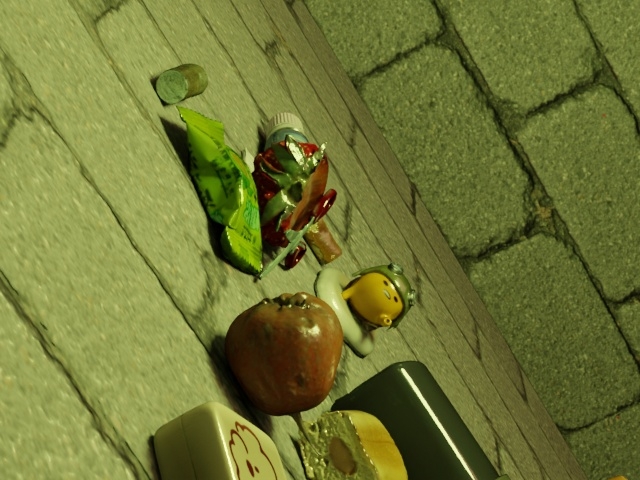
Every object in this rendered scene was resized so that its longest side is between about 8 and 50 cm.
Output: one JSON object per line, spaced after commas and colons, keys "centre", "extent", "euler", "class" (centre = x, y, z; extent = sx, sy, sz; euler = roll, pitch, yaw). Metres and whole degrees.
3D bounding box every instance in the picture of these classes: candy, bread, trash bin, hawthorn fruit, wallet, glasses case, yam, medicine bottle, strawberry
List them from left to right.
{"centre": [-0.205, -0.232, 1.928], "extent": [0.054, 0.054, 0.132], "euler": [60, 13, -6], "class": "yam"}
{"centre": [-0.133, -0.079, 1.841], "extent": [0.246, 0.069, 0.149], "euler": [67, 11, 19], "class": "candy"}
{"centre": [-0.113, -0.117, 2.141], "extent": [0.044, 0.011, 0.083], "euler": [54, 15, -32], "class": "wallet"}
{"centre": [-0.060, 0.320, 1.211], "extent": [0.144, 0.076, 0.336], "euler": [46, 20, -53], "class": "glasses case"}
{"centre": [-0.050, 0.152, 1.568], "extent": [0.149, 0.149, 0.189], "euler": [24, 79, -71], "class": "hawthorn fruit"}
{"centre": [-0.053, -0.079, 1.997], "extent": [0.098, 0.174, 0.228], "euler": [27, -1, 9], "class": "strawberry"}
{"centre": [-0.058, -0.152, 2.281], "extent": [0.083, 0.083, 0.203], "euler": [54, 14, -31], "class": "medicine bottle"}
{"centre": [0.000, 0.000, 2.275], "extent": [0.083, 0.047, 0.036], "euler": [59, -18, -18], "class": "bread"}
{"centre": [0.044, 0.288, 1.697], "extent": [0.134, 0.085, 0.173], "euler": [63, 13, 22], "class": "bread"}
{"centre": [0.151, 0.324, 1.854], "extent": [0.290, 0.182, 0.209], "euler": [59, 11, 13], "class": "trash bin"}

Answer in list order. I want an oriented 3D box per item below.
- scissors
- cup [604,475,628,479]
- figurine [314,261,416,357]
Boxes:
{"centre": [-0.038, -0.001, 1.950], "extent": [0.017, 0.144, 0.247], "euler": [32, 16, 7], "class": "scissors"}
{"centre": [0.504, 0.586, 2.569], "extent": [0.182, 0.264, 0.226], "euler": [-107, 177, -73], "class": "cup"}
{"centre": [0.096, 0.092, 2.229], "extent": [0.167, 0.141, 0.250], "euler": [61, 12, 5], "class": "figurine"}
